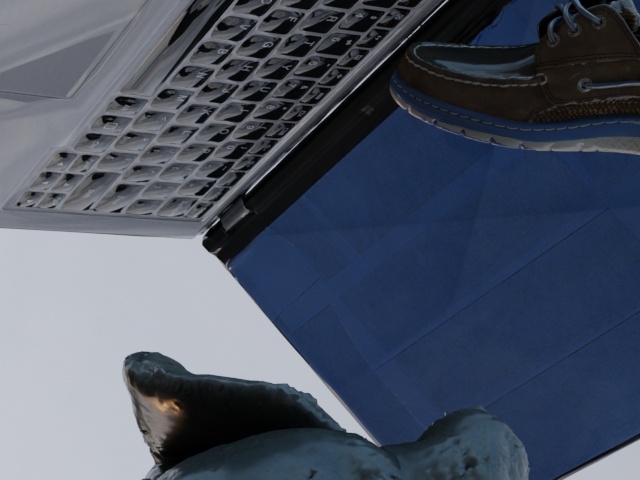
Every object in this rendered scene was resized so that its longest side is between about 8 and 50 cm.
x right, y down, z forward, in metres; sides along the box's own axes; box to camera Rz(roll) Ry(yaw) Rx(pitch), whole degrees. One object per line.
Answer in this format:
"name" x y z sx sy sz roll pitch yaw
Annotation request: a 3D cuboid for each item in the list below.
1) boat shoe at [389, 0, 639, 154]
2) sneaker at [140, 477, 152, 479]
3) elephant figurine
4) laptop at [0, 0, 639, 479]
"boat shoe" 0.124 -0.078 0.664 0.183 0.066 0.066 6 -64 2
"sneaker" -0.067 0.100 0.246 0.101 0.268 0.153 29 -105 33
"elephant figurine" -0.032 0.124 0.554 0.239 0.169 0.186 12 -49 60
"laptop" 0.000 0.000 0.802 0.382 0.408 0.236 -41 -125 45
